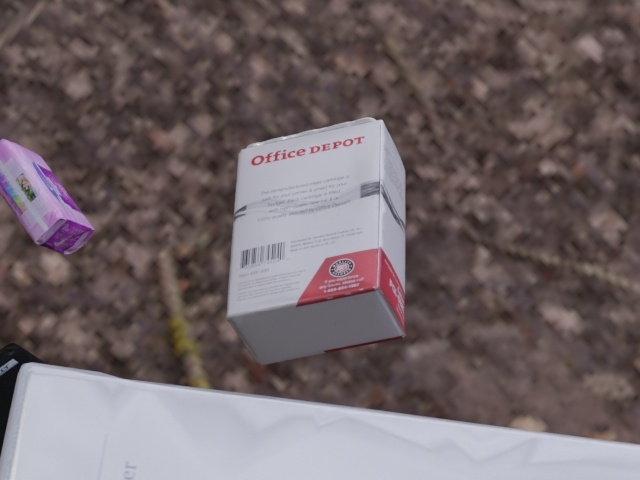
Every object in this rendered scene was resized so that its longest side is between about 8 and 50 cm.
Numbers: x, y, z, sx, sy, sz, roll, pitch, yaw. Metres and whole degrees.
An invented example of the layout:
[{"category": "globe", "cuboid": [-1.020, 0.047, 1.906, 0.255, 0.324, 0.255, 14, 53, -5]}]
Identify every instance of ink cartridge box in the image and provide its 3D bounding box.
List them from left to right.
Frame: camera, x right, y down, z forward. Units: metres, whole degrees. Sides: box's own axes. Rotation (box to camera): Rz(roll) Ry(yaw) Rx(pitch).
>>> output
[{"category": "ink cartridge box", "cuboid": [0.000, 0.000, 1.196, 0.056, 0.099, 0.135, 59, 26, -46]}]

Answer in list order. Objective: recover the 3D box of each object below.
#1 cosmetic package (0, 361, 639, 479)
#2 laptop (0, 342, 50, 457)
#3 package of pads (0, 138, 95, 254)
[{"category": "cosmetic package", "cuboid": [0.022, 0.167, 0.472, 0.224, 0.138, 0.224, 8, 68, 2]}, {"category": "laptop", "cuboid": [-0.232, 0.239, 1.489, 0.234, 0.136, 0.264, -38, 95, -26]}, {"category": "package of pads", "cuboid": [-0.198, -0.030, 1.355, 0.083, 0.032, 0.050, 51, 12, 24]}]
